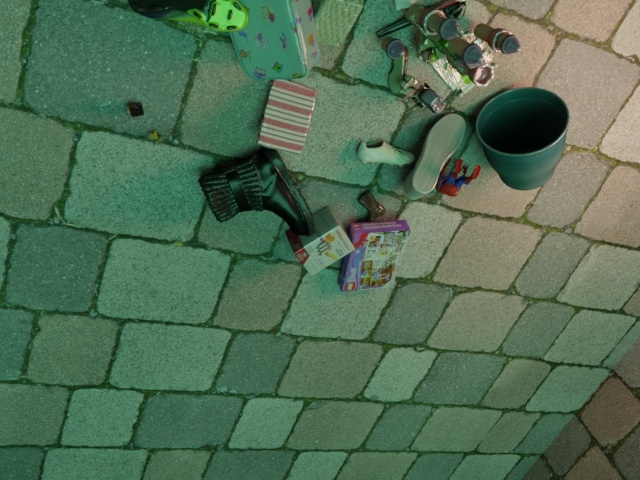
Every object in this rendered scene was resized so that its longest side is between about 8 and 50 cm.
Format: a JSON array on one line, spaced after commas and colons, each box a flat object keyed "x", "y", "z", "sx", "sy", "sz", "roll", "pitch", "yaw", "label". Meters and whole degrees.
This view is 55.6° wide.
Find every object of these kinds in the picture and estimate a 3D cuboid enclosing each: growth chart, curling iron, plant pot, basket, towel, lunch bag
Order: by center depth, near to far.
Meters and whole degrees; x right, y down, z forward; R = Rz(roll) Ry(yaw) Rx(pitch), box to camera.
[{"x": -0.131, "y": -0.549, "z": 1.529, "sx": 0.224, "sy": 0.107, "sz": 0.279, "roll": 7, "pitch": 131, "yaw": 28, "label": "lunch bag"}, {"x": 0.032, "y": -0.594, "z": 1.561, "sx": 0.114, "sy": 0.103, "sz": 0.167, "roll": 6, "pitch": 154, "yaw": -22, "label": "basket"}, {"x": 0.289, "y": -0.624, "z": 1.713, "sx": 0.274, "sy": 0.035, "sz": 0.068, "roll": -20, "pitch": 128, "yaw": -4, "label": "curling iron"}, {"x": -0.098, "y": -0.355, "z": 1.744, "sx": 0.144, "sy": 0.029, "sz": 0.196, "roll": 11, "pitch": 101, "yaw": -27, "label": "towel"}, {"x": 0.420, "y": -0.544, "z": 1.826, "sx": 0.237, "sy": 0.021, "sz": 0.172, "roll": 33, "pitch": 108, "yaw": -35, "label": "growth chart"}, {"x": 0.650, "y": -0.300, "z": 1.942, "sx": 0.272, "sy": 0.271, "sz": 0.255, "roll": -29, "pitch": 143, "yaw": 3, "label": "plant pot"}]

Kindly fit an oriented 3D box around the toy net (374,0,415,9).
[{"x": 0.154, "y": -0.691, "z": 1.619, "sx": 0.232, "sy": 0.045, "sz": 0.121, "roll": 10, "pitch": 92, "yaw": -28, "label": "toy net"}]

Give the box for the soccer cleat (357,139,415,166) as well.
[{"x": 0.213, "y": -0.278, "z": 1.921, "sx": 0.197, "sy": 0.068, "sz": 0.076, "roll": 0, "pitch": 117, "yaw": -17, "label": "soccer cleat"}]

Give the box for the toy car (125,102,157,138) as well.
[{"x": -0.496, "y": -0.318, "z": 1.656, "sx": 0.041, "sy": 0.060, "sz": 0.122, "roll": -3, "pitch": 125, "yaw": 23, "label": "toy car"}]

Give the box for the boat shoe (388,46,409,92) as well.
[{"x": 0.233, "y": -0.499, "z": 1.780, "sx": 0.043, "sy": 0.049, "sz": 0.136, "roll": -38, "pitch": 144, "yaw": -41, "label": "boat shoe"}]

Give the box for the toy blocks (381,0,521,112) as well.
[{"x": 0.361, "y": -0.500, "z": 1.629, "sx": 0.289, "sy": 0.260, "sz": 0.309, "roll": 32, "pitch": 105, "yaw": -38, "label": "toy blocks"}]

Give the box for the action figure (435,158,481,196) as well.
[{"x": 0.448, "y": -0.226, "z": 1.974, "sx": 0.092, "sy": 0.280, "sz": 0.138, "roll": 20, "pitch": 77, "yaw": -1, "label": "action figure"}]

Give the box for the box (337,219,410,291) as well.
[{"x": 0.183, "y": 0.057, "z": 2.132, "sx": 0.201, "sy": 0.057, "sz": 0.293, "roll": -5, "pitch": 135, "yaw": -16, "label": "box"}]

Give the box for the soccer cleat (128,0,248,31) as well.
[{"x": -0.315, "y": -0.570, "z": 1.469, "sx": 0.290, "sy": 0.121, "sz": 0.093, "roll": 8, "pitch": 110, "yaw": -5, "label": "soccer cleat"}]

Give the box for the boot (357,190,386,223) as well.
[{"x": 0.152, "y": -0.104, "z": 2.045, "sx": 0.106, "sy": 0.037, "sz": 0.114, "roll": -43, "pitch": 126, "yaw": 8, "label": "boot"}]

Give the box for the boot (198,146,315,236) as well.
[{"x": -0.190, "y": -0.107, "z": 1.860, "sx": 0.260, "sy": 0.131, "sz": 0.347, "roll": -31, "pitch": 118, "yaw": -4, "label": "boot"}]

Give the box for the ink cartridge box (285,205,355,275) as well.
[{"x": 0.000, "y": 0.000, "z": 2.009, "sx": 0.176, "sy": 0.127, "sz": 0.128, "roll": -32, "pitch": 128, "yaw": 4, "label": "ink cartridge box"}]

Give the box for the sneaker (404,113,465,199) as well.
[{"x": 0.356, "y": -0.266, "z": 1.963, "sx": 0.108, "sy": 0.169, "sz": 0.292, "roll": 31, "pitch": 80, "yaw": -1, "label": "sneaker"}]
